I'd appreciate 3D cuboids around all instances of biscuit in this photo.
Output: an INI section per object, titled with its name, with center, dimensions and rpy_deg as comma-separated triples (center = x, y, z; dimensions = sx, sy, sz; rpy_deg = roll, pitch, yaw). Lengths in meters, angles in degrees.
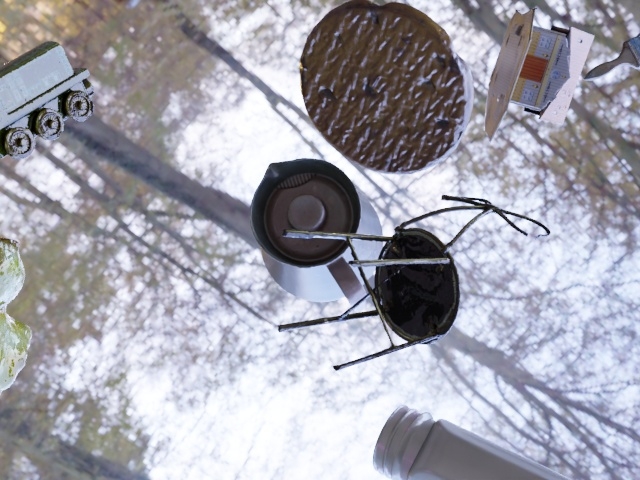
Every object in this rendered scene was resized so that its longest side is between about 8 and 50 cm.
[biscuit]
center = 0.070, -0.164, 0.977
dimensions = 0.212, 0.212, 0.036
rpy_deg = -21, -159, 43

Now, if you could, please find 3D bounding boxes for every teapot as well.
[teapot]
center = 0.000, 0.000, 1.703
dimensions = 0.253, 0.300, 0.344
rpy_deg = -33, 169, 1

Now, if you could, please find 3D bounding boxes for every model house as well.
[model house]
center = 0.362, -0.257, 1.463
dimensions = 0.207, 0.135, 0.219
rpy_deg = -92, -164, -76

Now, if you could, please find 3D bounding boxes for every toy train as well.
[toy train]
center = -0.453, -0.216, 1.367
dimensions = 0.090, 0.137, 0.225
rpy_deg = 7, -141, 42

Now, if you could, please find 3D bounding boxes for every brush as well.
[brush]
center = 0.612, -0.367, 1.809
dimensions = 0.196, 0.070, 0.021
rpy_deg = -28, 178, -16

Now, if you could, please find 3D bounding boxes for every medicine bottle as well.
[medicine bottle]
center = 0.235, 0.347, 1.260
dimensions = 0.324, 0.179, 0.124
rpy_deg = 20, -109, 29

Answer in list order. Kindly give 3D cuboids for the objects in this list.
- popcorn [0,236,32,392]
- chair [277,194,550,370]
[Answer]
[popcorn]
center = -0.544, 0.133, 1.172
dimensions = 0.321, 0.290, 0.326
rpy_deg = -11, -146, -19
[chair]
center = 0.119, 0.045, 1.096
dimensions = 0.159, 0.325, 0.170
rpy_deg = 24, -67, 48
